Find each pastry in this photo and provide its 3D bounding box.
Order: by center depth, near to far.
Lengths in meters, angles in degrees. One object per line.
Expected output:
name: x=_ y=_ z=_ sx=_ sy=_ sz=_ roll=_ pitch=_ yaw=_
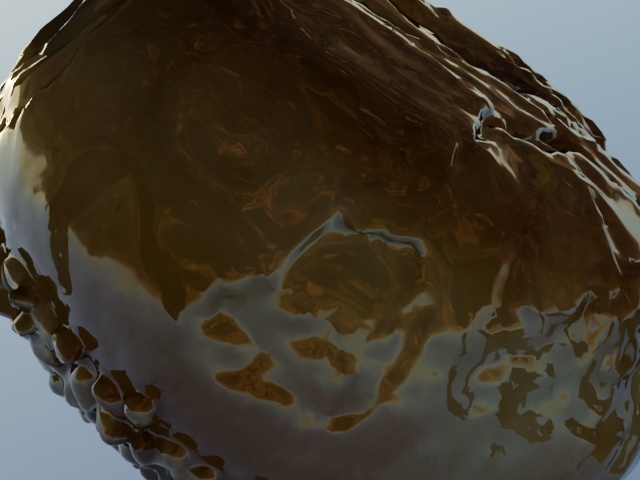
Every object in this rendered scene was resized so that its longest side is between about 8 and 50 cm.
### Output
pastry: x=0.000 y=0.000 z=0.752 sx=0.410 sy=0.245 sz=0.409 roll=32 pitch=-160 yaw=-13
